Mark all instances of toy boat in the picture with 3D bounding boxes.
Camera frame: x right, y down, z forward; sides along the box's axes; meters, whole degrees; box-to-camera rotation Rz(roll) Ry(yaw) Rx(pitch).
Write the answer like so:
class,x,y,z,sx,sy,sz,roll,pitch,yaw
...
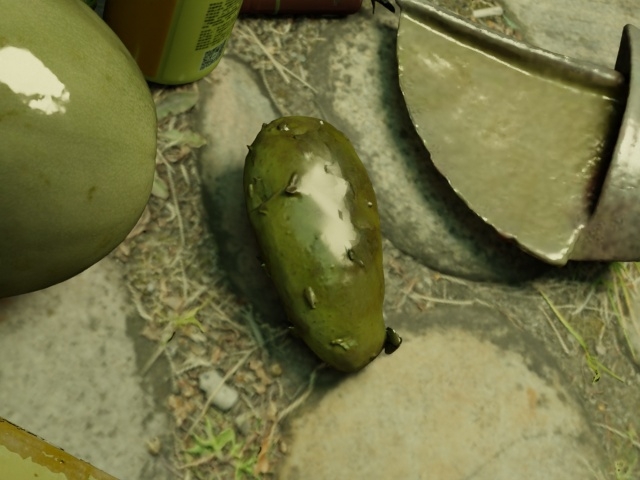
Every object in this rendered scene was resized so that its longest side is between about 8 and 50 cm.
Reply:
class,x,y,z,sx,sy,sz,roll,pitch,yaw
toy boat,0.215,-0.097,0.960,0.293,0.111,0.276,2,66,-4

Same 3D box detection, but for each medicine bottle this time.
class,x,y,z,sx,sy,sz,roll,pitch,yaw
medicine bottle,-0.111,-0.240,0.829,0.124,0.239,0.124,8,61,-14

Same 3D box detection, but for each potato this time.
class,x,y,z,sx,sy,sz,roll,pitch,yaw
potato,0.000,0.000,0.841,0.117,0.090,0.225,-10,77,-29

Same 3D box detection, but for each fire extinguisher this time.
class,x,y,z,sx,sy,sz,roll,pitch,yaw
fire extinguisher,-0.011,-0.246,0.978,0.157,0.045,0.078,-5,52,-19

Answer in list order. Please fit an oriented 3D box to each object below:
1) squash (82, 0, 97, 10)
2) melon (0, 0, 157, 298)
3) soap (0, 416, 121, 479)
class,x,y,z,sx,sy,sz,roll,pitch,yaw
squash,-0.350,-0.312,0.865,0.379,0.101,0.101,35,60,1
melon,-0.268,-0.081,0.699,0.308,0.272,0.272,37,59,-19
soap,-0.237,0.203,0.673,0.257,0.080,0.160,28,60,-5
